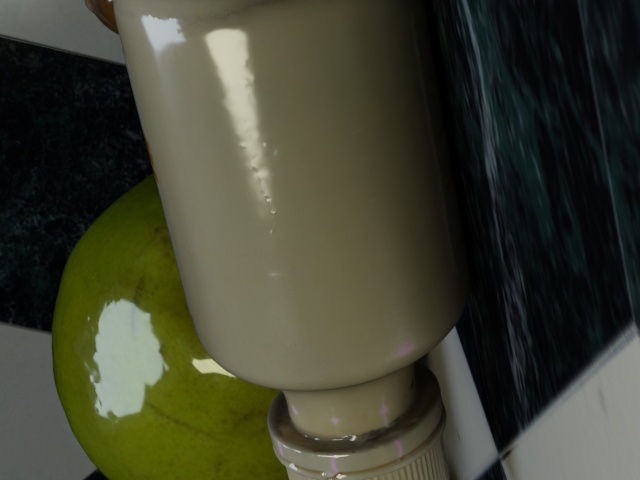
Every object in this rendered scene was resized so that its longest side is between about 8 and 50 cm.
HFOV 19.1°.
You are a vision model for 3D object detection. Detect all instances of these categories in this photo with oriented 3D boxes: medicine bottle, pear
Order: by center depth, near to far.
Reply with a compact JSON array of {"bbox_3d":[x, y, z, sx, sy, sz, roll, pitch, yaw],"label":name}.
[{"bbox_3d":[0.000,0.000,0.742,0.114,0.114,0.252,-107,4,-63],"label":"medicine bottle"},{"bbox_3d":[-0.048,0.054,1.070,0.269,0.212,0.212,116,141,-75],"label":"pear"}]

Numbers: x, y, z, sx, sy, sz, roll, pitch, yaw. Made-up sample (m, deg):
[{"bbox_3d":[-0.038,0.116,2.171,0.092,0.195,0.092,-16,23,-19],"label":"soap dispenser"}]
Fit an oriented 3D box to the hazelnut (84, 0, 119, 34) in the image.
[{"bbox_3d":[-0.072,-0.177,1.161,0.150,0.150,0.150,167,90,-88],"label":"hazelnut"}]
